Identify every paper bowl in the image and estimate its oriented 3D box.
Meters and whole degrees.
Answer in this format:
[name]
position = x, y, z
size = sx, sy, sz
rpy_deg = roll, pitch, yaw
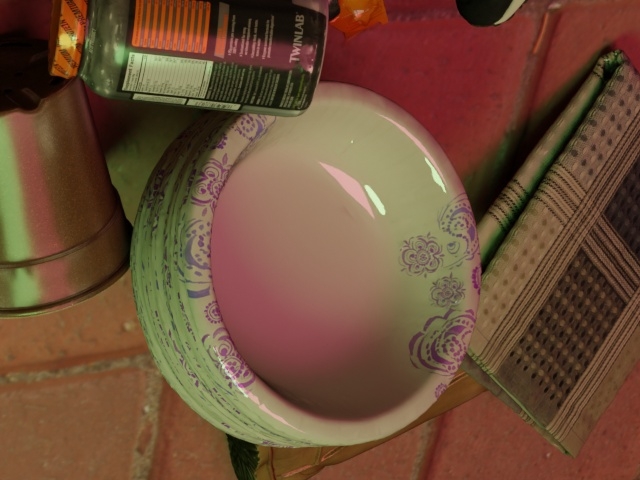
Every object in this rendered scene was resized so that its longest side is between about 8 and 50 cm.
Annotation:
[paper bowl]
position = -0.022, 0.022, 1.558
size = 0.284, 0.148, 0.284
rpy_deg = 5, 81, -34

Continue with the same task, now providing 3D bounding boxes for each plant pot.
[plant pot]
position = -0.231, -0.055, 1.489
size = 0.167, 0.167, 0.165
rpy_deg = -20, 124, -22

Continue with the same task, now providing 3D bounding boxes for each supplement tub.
[supplement tub]
position = -0.097, -0.154, 1.418
size = 0.190, 0.117, 0.117
rpy_deg = 6, 122, -13

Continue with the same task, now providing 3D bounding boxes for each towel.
[towel]
position = 0.255, 0.022, 1.917
size = 0.324, 0.056, 0.312
rpy_deg = -56, 140, -11

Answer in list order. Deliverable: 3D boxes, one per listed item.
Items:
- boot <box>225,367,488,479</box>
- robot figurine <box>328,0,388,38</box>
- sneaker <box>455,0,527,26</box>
[boot]
position = 0.037, 0.131, 1.860
size = 0.269, 0.089, 0.236
rpy_deg = -26, 154, -14
[robot figurine]
position = -0.051, -0.250, 1.505
size = 0.211, 0.085, 0.291
rpy_deg = -32, 136, -11
[sneaker]
position = 0.135, -0.314, 1.594
size = 0.124, 0.107, 0.283
rpy_deg = 6, 117, -21
